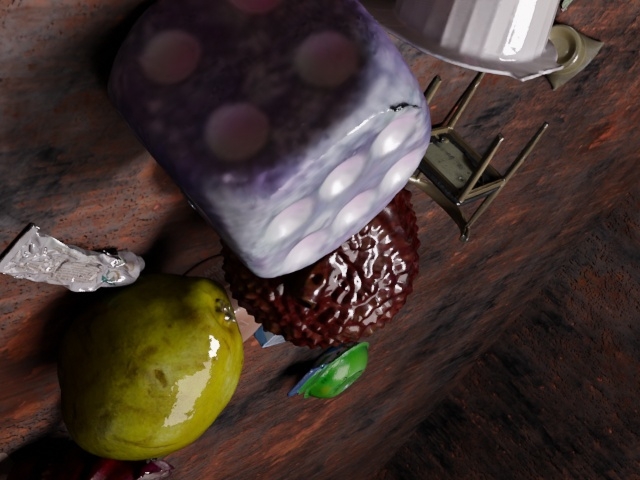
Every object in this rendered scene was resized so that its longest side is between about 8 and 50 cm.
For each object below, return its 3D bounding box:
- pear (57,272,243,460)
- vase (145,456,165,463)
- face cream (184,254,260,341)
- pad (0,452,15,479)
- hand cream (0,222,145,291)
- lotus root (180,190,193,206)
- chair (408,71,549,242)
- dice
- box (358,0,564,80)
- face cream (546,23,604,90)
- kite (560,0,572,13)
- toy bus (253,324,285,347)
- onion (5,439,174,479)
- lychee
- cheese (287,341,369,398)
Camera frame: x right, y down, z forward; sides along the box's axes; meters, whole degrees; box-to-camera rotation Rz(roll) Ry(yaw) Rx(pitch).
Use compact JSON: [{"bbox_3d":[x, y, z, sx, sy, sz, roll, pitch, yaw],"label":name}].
[{"bbox_3d":[-0.247,0.180,1.580,0.321,0.269,0.269,-34,167,32],"label":"pear"},{"bbox_3d":[-0.305,0.279,1.775,0.120,0.183,0.120,-36,161,-15],"label":"vase"},{"bbox_3d":[-0.169,0.110,1.788,0.149,0.104,0.149,-36,160,-15],"label":"face cream"},{"bbox_3d":[-0.619,0.449,1.816,0.266,0.002,0.176,-36,160,-15],"label":"pad"},{"bbox_3d":[-0.316,0.030,1.447,0.084,0.050,0.257,-44,157,16],"label":"hand cream"},{"bbox_3d":[-0.149,-0.080,1.470,0.088,0.088,0.165,-38,167,-9],"label":"lotus root"},{"bbox_3d":[0.233,-0.138,1.906,0.166,0.188,0.272,-18,147,-46],"label":"chair"},{"bbox_3d":[-0.053,-0.141,1.235,0.270,0.271,0.270,-39,160,-5],"label":"dice"},{"bbox_3d":[0.190,-0.358,1.371,0.262,0.291,0.206,-88,-167,-58],"label":"box"},{"bbox_3d":[0.471,-0.345,2.076,0.137,0.084,0.341,-45,168,16],"label":"face cream"},{"bbox_3d":[0.468,-0.498,1.833,0.268,0.013,0.323,-35,159,-20],"label":"kite"},{"bbox_3d":[-0.023,0.047,1.889,0.297,0.131,0.106,-52,157,25],"label":"toy bus"},{"bbox_3d":[-0.390,0.391,1.840,0.280,0.146,0.314,-25,168,8],"label":"onion"},{"bbox_3d":[0.000,0.000,1.596,0.306,0.306,0.330,-49,-168,21],"label":"lychee"},{"bbox_3d":[0.019,0.310,2.577,0.204,0.083,0.320,-47,162,20],"label":"cheese"}]
